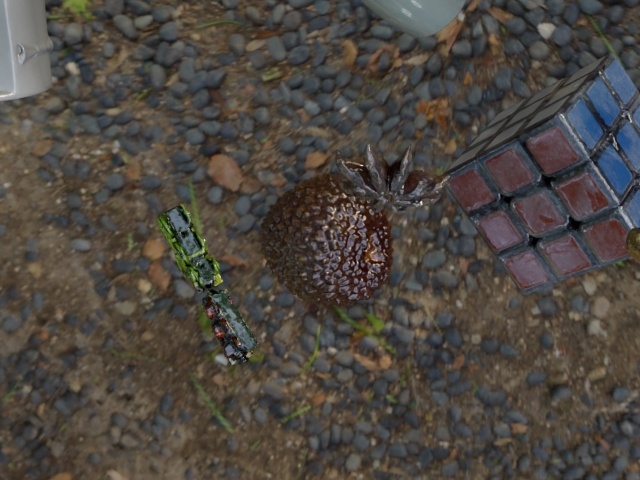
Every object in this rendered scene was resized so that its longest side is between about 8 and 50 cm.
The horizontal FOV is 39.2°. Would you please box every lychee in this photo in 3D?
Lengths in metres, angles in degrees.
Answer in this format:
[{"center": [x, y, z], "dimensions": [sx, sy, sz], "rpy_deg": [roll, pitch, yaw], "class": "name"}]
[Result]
[{"center": [0.000, 0.000, 1.643], "dimensions": [0.271, 0.271, 0.271], "rpy_deg": [3, 106, 9], "class": "lychee"}]

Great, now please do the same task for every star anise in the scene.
[{"center": [0.076, -0.066, 1.035], "dimensions": [0.141, 0.141, 0.042], "rpy_deg": [11, 63, 7], "class": "star anise"}]

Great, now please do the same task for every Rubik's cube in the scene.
[{"center": [0.475, -0.124, 1.731], "dimensions": [0.303, 0.301, 0.305], "rpy_deg": [-25, 103, 46], "class": "Rubik's cube"}]

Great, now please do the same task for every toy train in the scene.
[{"center": [-0.162, 0.064, 1.285], "dimensions": [0.053, 0.085, 0.250], "rpy_deg": [-26, 80, -13], "class": "toy train"}]

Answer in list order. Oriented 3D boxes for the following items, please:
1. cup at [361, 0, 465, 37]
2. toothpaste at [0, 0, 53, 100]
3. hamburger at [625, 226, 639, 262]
[{"center": [0.145, -0.537, 1.642], "dimensions": [0.186, 0.234, 0.258], "rpy_deg": [7, 80, 47], "class": "cup"}, {"center": [-0.139, -0.184, 0.318], "dimensions": [0.096, 0.061, 0.266], "rpy_deg": [25, 124, 48], "class": "toothpaste"}, {"center": [0.442, 0.011, 0.937], "dimensions": [0.262, 0.131, 0.124], "rpy_deg": [28, 94, -7], "class": "hamburger"}]
